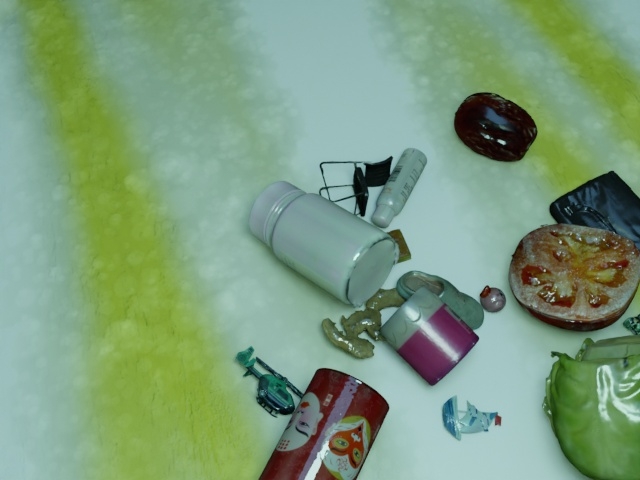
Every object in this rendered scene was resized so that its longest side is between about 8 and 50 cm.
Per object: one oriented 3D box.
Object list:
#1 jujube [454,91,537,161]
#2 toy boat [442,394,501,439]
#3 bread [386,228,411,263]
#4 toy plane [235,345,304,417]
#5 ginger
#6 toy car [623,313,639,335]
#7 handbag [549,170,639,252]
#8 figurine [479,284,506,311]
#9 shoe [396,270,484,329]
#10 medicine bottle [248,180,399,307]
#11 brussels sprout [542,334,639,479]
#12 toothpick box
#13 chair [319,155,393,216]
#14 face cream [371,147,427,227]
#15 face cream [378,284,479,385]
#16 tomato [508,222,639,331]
[{"bbox_3d":[0.518,-0.337,2.110,0.243,0.183,0.183,33,65,11],"label":"jujube"},{"bbox_3d":[0.368,0.449,1.742,0.149,0.034,0.105,25,60,1],"label":"toy boat"},{"bbox_3d":[0.200,0.022,1.987,0.090,0.035,0.094,-16,60,-7],"label":"bread"},{"bbox_3d":[-0.131,0.364,1.781,0.235,0.060,0.096,39,60,18],"label":"toy plane"},{"bbox_3d":[0.138,0.219,1.862,0.258,0.065,0.149,-27,73,-25],"label":"ginger"},{"bbox_3d":[0.871,0.206,1.852,0.143,0.054,0.073,-28,62,-15],"label":"toy car"},{"bbox_3d":[0.810,-0.046,1.985,0.244,0.088,0.275,-27,66,-11],"label":"handbag"},{"bbox_3d":[0.461,0.157,1.884,0.071,0.083,0.067,35,109,10],"label":"figurine"},{"bbox_3d":[0.325,0.146,1.864,0.251,0.100,0.103,24,57,6],"label":"shoe"},{"bbox_3d":[0.000,0.000,1.878,0.378,0.214,0.213,32,65,31],"label":"medicine bottle"},{"bbox_3d":[0.733,0.400,1.592,0.425,0.342,0.361,-9,87,0],"label":"brussels sprout"},{"bbox_3d":[0.001,0.488,1.621,0.204,0.204,0.333,23,62,14],"label":"toothpick box"},{"bbox_3d":[0.115,-0.149,2.035,0.221,0.140,0.145,-10,60,-8],"label":"chair"},{"bbox_3d":[0.227,-0.151,2.062,0.082,0.082,0.269,23,62,14],"label":"face cream"},{"bbox_3d":[0.270,0.237,1.762,0.175,0.175,0.195,-41,77,-20],"label":"face cream"},{"bbox_3d":[0.657,0.117,1.840,0.338,0.144,0.338,-10,47,11],"label":"tomato"}]
